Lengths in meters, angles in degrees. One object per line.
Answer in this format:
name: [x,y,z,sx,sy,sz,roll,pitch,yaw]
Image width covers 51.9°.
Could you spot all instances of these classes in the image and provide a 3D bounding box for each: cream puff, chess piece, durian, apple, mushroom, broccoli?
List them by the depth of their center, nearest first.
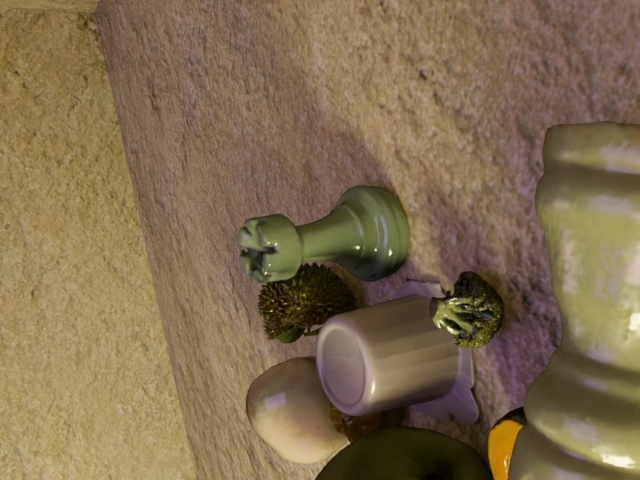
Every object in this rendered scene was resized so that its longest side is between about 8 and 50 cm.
chess piece: [0.343,0.101,0.744,0.234,0.234,0.441,13,96,55]
broccoli: [0.240,0.116,1.079,0.130,0.120,0.131,111,162,-48]
apple: [0.143,0.488,1.112,0.357,0.357,0.357,18,112,54]
chess piece: [0.000,0.000,1.252,0.195,0.299,0.194,19,113,54]
cream puff: [0.089,0.356,1.340,0.121,0.156,0.156,39,128,49]
durian: [-0.035,0.137,1.427,0.237,0.200,0.176,-5,104,63]
mushroom: [-0.038,0.359,1.484,0.234,0.254,0.260,-80,10,-57]

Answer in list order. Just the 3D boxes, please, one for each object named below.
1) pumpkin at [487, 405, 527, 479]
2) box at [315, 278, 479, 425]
pumpkin: [0.363,0.386,0.921,0.222,0.139,0.317,153,109,-64]
box: [0.127,0.233,1.198,0.291,0.206,0.262,62,143,32]
